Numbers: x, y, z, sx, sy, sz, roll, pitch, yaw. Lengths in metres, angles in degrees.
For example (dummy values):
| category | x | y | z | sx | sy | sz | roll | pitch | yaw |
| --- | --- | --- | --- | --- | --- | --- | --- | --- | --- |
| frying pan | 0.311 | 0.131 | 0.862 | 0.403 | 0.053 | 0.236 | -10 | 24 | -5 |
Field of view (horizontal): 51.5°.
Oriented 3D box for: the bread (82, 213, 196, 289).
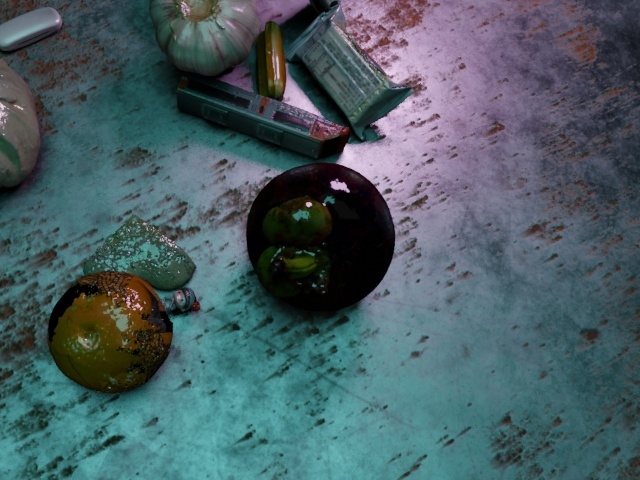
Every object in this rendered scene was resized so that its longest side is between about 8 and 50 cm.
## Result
| category | x | y | z | sx | sy | sz | roll | pitch | yaw |
| --- | --- | --- | --- | --- | --- | --- | --- | --- | --- |
| bread | -0.379 | 0.027 | 1.393 | 0.231 | 0.064 | 0.173 | -3 | 70 | -12 |

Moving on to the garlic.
| category | x | y | z | sx | sy | sz | roll | pitch | yaw |
| --- | --- | --- | --- | --- | --- | --- | --- | --- | --- |
| garlic | -0.245 | -0.475 | 1.530 | 0.244 | 0.253 | 0.245 | -2 | 75 | 7 |

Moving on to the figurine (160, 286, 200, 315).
| category | x | y | z | sx | sy | sz | roll | pitch | yaw |
| --- | --- | --- | --- | --- | --- | --- | --- | --- | --- |
| figurine | -0.304 | 0.136 | 1.368 | 0.105 | 0.047 | 0.060 | -20 | 56 | -13 |

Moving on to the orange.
| category | x | y | z | sx | sy | sz | roll | pitch | yaw |
| --- | --- | --- | --- | --- | --- | --- | --- | --- | --- |
| orange | -0.400 | 0.175 | 1.262 | 0.234 | 0.182 | 0.235 | 0 | 92 | 1 |

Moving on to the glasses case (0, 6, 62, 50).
| category | x | y | z | sx | sy | sz | roll | pitch | yaw |
| --- | --- | --- | --- | --- | --- | --- | --- | --- | --- |
| glasses case | -0.694 | -0.501 | 1.572 | 0.164 | 0.041 | 0.063 | -34 | 78 | -21 |

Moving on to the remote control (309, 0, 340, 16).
| category | x | y | z | sx | sy | sz | roll | pitch | yaw |
| --- | --- | --- | --- | --- | --- | --- | --- | --- | --- |
| remote control | -0.010 | -0.642 | 1.618 | 0.056 | 0.296 | 0.140 | -5 | 77 | 18 |

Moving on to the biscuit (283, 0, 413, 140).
| category | x | y | z | sx | sy | sz | roll | pitch | yaw |
| --- | --- | --- | --- | --- | --- | --- | --- | --- | --- |
| biscuit | 0.064 | -0.413 | 1.609 | 0.186 | 0.079 | 0.309 | -43 | 75 | 17 |

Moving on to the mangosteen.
| category | x | y | z | sx | sy | sz | roll | pitch | yaw |
| --- | --- | --- | --- | --- | --- | --- | --- | --- | --- |
| mangosteen | 0.000 | 0.000 | 1.316 | 0.305 | 0.359 | 0.306 | 0 | 100 | 1 |

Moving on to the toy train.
| category | x | y | z | sx | sy | sz | roll | pitch | yaw |
| --- | --- | --- | --- | --- | --- | --- | --- | --- | --- |
| toy train | -0.134 | -0.283 | 1.551 | 0.409 | 0.086 | 0.089 | 20 | 67 | -1 |

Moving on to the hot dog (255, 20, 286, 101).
| category | x | y | z | sx | sy | sz | roll | pitch | yaw |
| --- | --- | --- | --- | --- | --- | --- | --- | --- | --- |
| hot dog | -0.117 | -0.438 | 1.616 | 0.062 | 0.092 | 0.236 | 7 | 68 | -26 |

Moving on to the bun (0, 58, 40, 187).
| category | x | y | z | sx | sy | sz | roll | pitch | yaw |
| --- | --- | --- | --- | --- | --- | --- | --- | --- | --- |
| bun | -0.770 | -0.256 | 1.362 | 0.364 | 0.219 | 0.366 | 5 | 64 | -10 |
